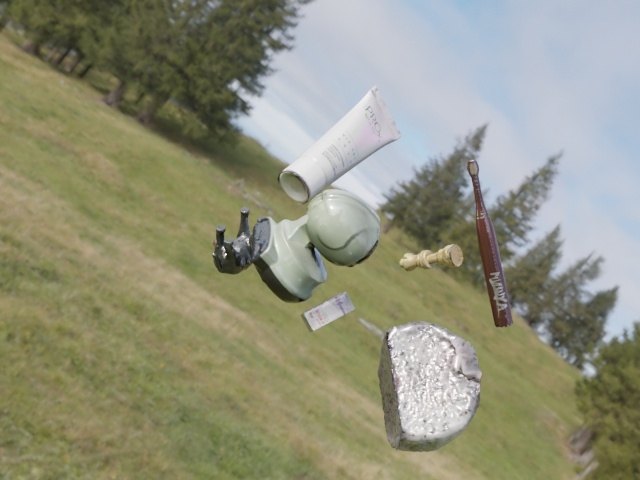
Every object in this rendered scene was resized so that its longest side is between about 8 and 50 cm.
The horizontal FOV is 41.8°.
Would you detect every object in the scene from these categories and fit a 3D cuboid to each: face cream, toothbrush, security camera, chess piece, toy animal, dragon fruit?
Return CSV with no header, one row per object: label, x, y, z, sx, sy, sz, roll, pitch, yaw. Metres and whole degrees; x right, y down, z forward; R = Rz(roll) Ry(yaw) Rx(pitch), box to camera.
face cream,0.034,-0.137,1.250,0.058,0.244,0.092,-5,-60,48
toothbrush,0.353,0.008,1.773,0.041,0.041,0.363,-105,-177,-87
security camera,0.000,0.000,1.887,0.191,0.277,0.197,48,18,-24
chess piece,0.273,0.049,2.117,0.172,0.060,0.060,-11,-37,42
toy animal,-0.166,-0.006,2.034,0.082,0.137,0.270,25,36,30
dragon fruit,0.251,0.350,1.934,0.221,0.204,0.282,99,-12,-59

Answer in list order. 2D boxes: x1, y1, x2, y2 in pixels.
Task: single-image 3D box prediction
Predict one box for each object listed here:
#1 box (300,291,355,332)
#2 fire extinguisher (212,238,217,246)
box,0.017,0.165,1.930,0.050,0.117,0.036,63,-19,7
fire extinguisher,-0.273,0.015,2.278,0.083,0.028,0.022,46,-19,57
